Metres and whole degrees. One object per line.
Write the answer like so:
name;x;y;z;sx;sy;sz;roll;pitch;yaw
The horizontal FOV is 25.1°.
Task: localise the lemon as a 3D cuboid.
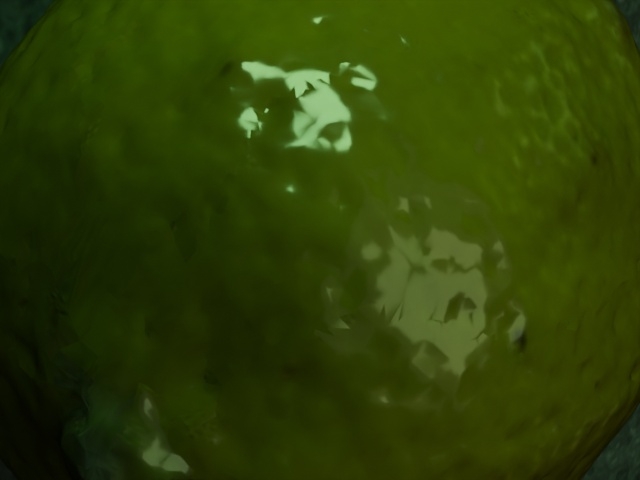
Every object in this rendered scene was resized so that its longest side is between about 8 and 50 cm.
lemon;0.001;-0.001;0.637;0.336;0.336;0.336;-17;113;-43
